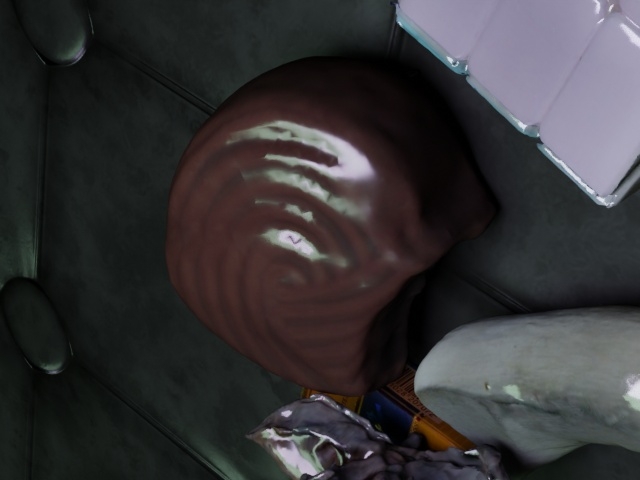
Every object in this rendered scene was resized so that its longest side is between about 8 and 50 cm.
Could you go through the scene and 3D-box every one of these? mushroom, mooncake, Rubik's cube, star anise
[{"bbox_3d":[0.271,0.131,1.254,0.397,0.126,0.177,-10,128,49],"label":"mushroom"},{"bbox_3d":[0.000,0.000,1.401,0.326,0.174,0.333,-20,105,40],"label":"mooncake"},{"bbox_3d":[0.227,-0.202,1.033,0.224,0.231,0.221,44,136,18],"label":"Rubik's cube"},{"bbox_3d":[0.072,0.221,1.360,0.257,0.198,0.110,31,118,57],"label":"star anise"}]

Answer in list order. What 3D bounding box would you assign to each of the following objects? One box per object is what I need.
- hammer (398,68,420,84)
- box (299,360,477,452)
[{"bbox_3d":[0.049,-0.107,1.425,0.065,0.021,0.178,42,135,11],"label":"hammer"},{"bbox_3d":[0.083,0.210,1.532,0.237,0.070,0.152,36,133,29],"label":"box"}]
